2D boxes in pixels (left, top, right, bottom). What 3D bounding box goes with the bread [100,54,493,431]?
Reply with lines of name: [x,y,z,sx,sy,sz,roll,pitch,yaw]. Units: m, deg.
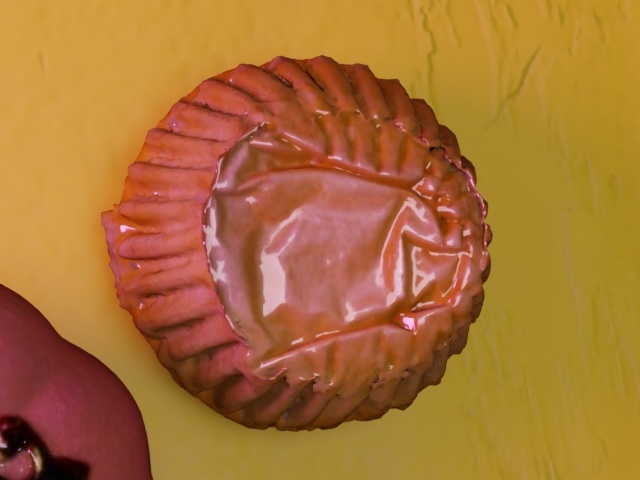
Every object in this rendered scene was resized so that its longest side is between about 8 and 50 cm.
bread: [0.001,0.000,0.949,0.240,0.139,0.239,2,84,-23]

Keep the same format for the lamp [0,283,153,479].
lamp: [-0.217,0.158,0.795,0.305,0.240,0.305,3,82,-20]
